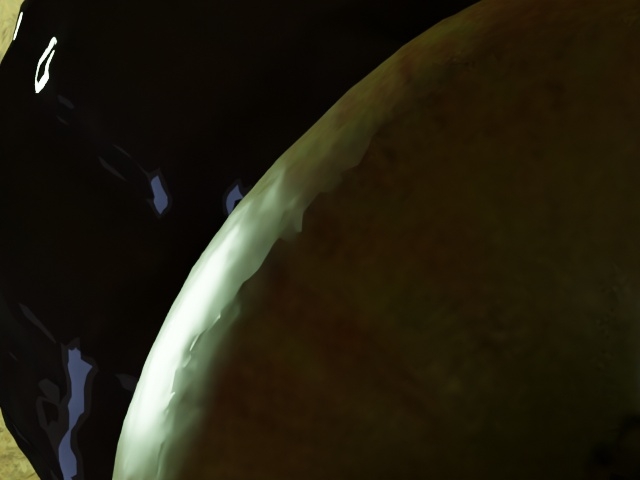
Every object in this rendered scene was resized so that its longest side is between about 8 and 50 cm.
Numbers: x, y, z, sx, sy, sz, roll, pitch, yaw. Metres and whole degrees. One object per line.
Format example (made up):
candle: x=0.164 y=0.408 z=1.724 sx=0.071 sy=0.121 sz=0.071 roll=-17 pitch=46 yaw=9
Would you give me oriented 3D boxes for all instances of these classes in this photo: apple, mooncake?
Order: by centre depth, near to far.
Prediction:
apple: x=0.133 y=0.119 z=0.478 sx=0.400 sy=0.400 sz=0.333 roll=43 pitch=-177 yaw=33
mooncake: x=0.000 y=0.000 z=0.729 sx=0.212 sy=0.350 sz=0.381 roll=39 pitch=158 yaw=38
